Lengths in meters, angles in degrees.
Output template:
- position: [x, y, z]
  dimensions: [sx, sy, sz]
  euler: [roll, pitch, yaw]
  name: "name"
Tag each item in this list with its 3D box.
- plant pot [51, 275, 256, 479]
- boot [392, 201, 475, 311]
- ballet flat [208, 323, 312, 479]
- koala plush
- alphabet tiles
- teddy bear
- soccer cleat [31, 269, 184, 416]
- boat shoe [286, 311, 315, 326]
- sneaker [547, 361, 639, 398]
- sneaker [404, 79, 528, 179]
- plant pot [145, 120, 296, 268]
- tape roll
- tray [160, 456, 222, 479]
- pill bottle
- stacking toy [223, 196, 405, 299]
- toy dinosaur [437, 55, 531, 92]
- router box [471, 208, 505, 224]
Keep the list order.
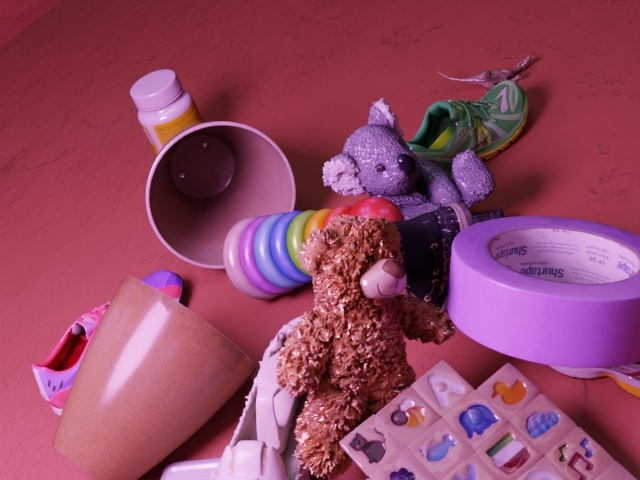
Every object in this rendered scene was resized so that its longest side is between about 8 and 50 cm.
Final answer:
- position: [-0.259, 0.223, 1.387]
  dimensions: [0.237, 0.237, 0.254]
  euler: [18, 67, 42]
  name: "plant pot"
- position: [0.103, 0.045, 1.348]
  dimensions: [0.179, 0.236, 0.085]
  euler: [-7, 50, -21]
  name: "boot"
- position: [-0.076, 0.270, 1.266]
  dimensions: [0.147, 0.147, 0.408]
  euler: [-7, 39, 21]
  name: "ballet flat"
- position: [0.116, -0.096, 1.525]
  dimensions: [0.196, 0.221, 0.203]
  euler: [-54, 23, -15]
  name: "koala plush"
- position: [0.195, 0.301, 1.102]
  dimensions: [0.285, 0.011, 0.342]
  euler: [-36, 59, -17]
  name: "alphabet tiles"
- position: [0.055, 0.140, 1.201]
  dimensions: [0.113, 0.245, 0.337]
  euler: [27, 100, 67]
  name: "teddy bear"
- position: [-0.342, 0.145, 1.587]
  dimensions: [0.109, 0.116, 0.318]
  euler: [11, 48, 37]
  name: "soccer cleat"
- position: [0.033, 0.129, 1.459]
  dimensions: [0.184, 0.066, 0.063]
  euler: [-19, 51, 2]
  name: "boat shoe"
- position: [0.370, 0.130, 1.251]
  dimensions: [0.225, 0.092, 0.088]
  euler: [13, 50, 39]
  name: "sneaker"
- position: [0.259, -0.203, 1.697]
  dimensions: [0.295, 0.123, 0.109]
  euler: [-40, 39, -22]
  name: "sneaker"
- position: [-0.200, -0.109, 1.756]
  dimensions: [0.257, 0.256, 0.274]
  euler: [-28, 20, -6]
  name: "plant pot"
- position: [0.299, 0.055, 1.201]
  dimensions: [0.275, 0.090, 0.275]
  euler: [2, 21, -1]
  name: "tape roll"
- position: [-0.179, 0.392, 1.269]
  dimensions: [0.145, 0.030, 0.270]
  euler: [-10, 38, 18]
  name: "tray"
- position: [-0.298, -0.234, 1.959]
  dimensions: [0.119, 0.208, 0.119]
  euler: [-14, 38, 11]
  name: "pill bottle"
- position: [0.000, 0.000, 1.486]
  dimensions: [0.330, 0.141, 0.141]
  euler: [-16, 32, 45]
  name: "stacking toy"
- position: [0.326, -0.315, 1.879]
  dimensions: [0.183, 0.053, 0.092]
  euler: [-10, 22, 6]
  name: "toy dinosaur"
- position: [0.243, 0.007, 1.517]
  dimensions: [0.092, 0.038, 0.122]
  euler: [-7, 39, 20]
  name: "router box"
